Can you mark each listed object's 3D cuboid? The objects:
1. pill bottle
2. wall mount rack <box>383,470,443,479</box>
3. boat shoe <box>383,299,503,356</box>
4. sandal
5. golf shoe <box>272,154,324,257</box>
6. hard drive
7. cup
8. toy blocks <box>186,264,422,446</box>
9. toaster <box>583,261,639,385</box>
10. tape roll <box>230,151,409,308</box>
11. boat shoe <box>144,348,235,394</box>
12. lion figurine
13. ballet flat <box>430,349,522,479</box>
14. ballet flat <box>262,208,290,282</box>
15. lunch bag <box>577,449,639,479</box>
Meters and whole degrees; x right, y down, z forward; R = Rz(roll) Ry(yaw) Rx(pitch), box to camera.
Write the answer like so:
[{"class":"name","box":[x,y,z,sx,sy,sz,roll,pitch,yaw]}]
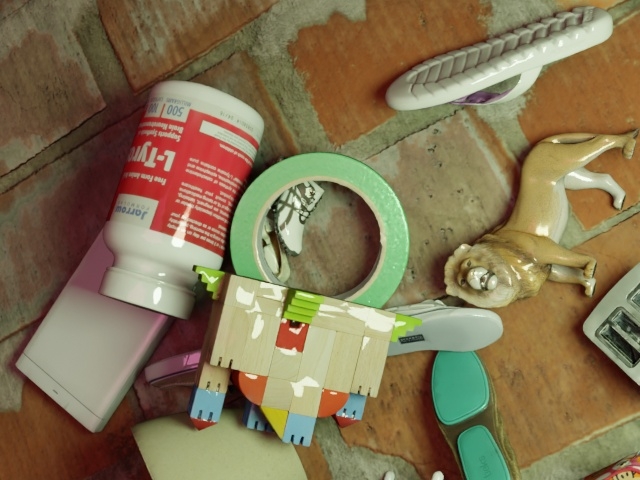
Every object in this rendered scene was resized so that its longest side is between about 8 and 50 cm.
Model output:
[{"class":"pill bottle","box":[-0.266,-0.069,1.565,0.228,0.229,0.408,13,80,18]},{"class":"wall mount rack","box":[0.148,0.546,1.380,0.130,0.350,0.304,-14,80,-22]},{"class":"boat shoe","box":[0.193,0.142,1.489,0.258,0.095,0.084,-5,38,18]},{"class":"sandal","box":[0.321,-0.294,1.501,0.416,0.169,0.102,-18,118,14]},{"class":"golf shoe","box":[-0.039,-0.069,1.598,0.093,0.077,0.198,-6,82,16]},{"class":"hard drive","box":[-0.438,0.174,1.702,0.233,0.047,0.353,35,93,18]},{"class":"cup","box":[-0.159,0.425,1.471,0.236,0.331,0.331,-24,75,-16]},{"class":"toy blocks","box":[-0.050,0.211,1.387,0.381,0.190,0.261,14,87,-16]},{"class":"toaster","box":[0.538,0.139,1.351,0.168,0.110,0.186,-50,41,11]},{"class":"tape roll","box":[0.000,0.000,1.525,0.321,0.077,0.322,0,96,4]},{"class":"boat shoe","box":[-0.188,0.247,1.588,0.302,0.109,0.094,-14,81,12]},{"class":"lion figurine","box":[0.382,-0.048,1.455,0.240,0.142,0.392,18,74,26]},{"class":"ballet flat","box":[0.269,0.325,1.409,0.116,0.124,0.342,-27,36,10]},{"class":"ballet flat","box":[-0.098,0.002,1.619,0.057,0.052,0.168,-23,77,13]},{"class":"lunch bag","box":[0.489,0.473,1.278,0.258,0.120,0.293,58,140,16]}]
